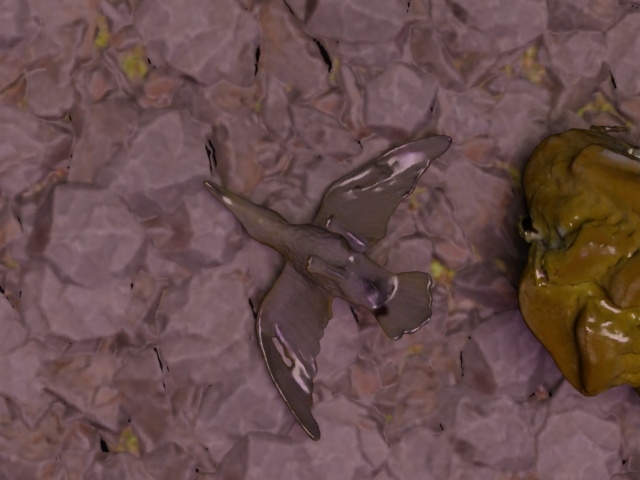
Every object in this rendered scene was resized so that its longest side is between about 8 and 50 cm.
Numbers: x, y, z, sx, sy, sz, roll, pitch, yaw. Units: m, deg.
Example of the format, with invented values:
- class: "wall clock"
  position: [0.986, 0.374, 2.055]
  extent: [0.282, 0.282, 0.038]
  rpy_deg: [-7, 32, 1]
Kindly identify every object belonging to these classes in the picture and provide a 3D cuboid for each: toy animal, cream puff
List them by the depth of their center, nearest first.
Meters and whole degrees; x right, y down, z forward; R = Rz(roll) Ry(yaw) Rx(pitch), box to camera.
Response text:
- class: "toy animal"
  position: [0.000, 0.000, 1.255]
  extent: [0.155, 0.095, 0.219]
  rpy_deg: [34, 81, -17]
- class: "cream puff"
  position: [0.236, 0.031, 1.282]
  extent: [0.221, 0.195, 0.195]
  rpy_deg: [7, 89, -11]
